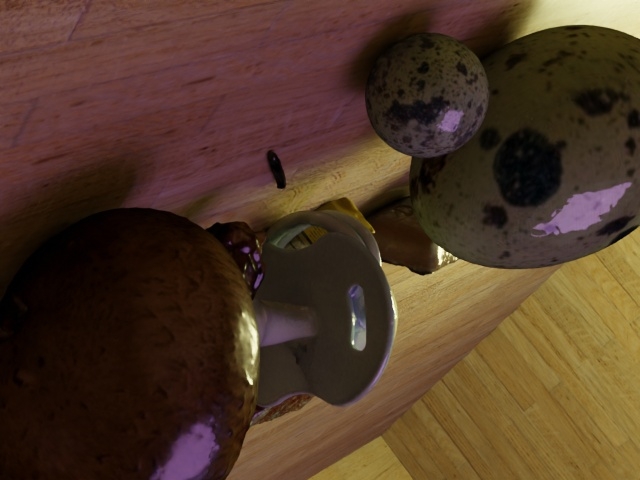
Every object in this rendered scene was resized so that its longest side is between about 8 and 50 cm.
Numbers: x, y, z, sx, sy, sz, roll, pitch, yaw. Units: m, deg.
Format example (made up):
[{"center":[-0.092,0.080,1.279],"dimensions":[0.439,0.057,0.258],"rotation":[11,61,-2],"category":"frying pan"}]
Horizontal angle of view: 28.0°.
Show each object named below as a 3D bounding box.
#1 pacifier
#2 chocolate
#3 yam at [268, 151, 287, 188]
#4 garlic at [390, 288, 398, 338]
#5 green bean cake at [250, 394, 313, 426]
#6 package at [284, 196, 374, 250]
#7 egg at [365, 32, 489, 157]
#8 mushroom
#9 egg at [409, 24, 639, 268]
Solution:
[{"center":[-0.056,0.087,1.559],"dimensions":[0.299,0.244,0.233],"rotation":[-8,177,41],"category":"pacifier"},{"center":[0.155,-0.025,1.917],"dimensions":[0.261,0.161,0.083],"rotation":[-22,122,-60],"category":"chocolate"},{"center":[-0.049,-0.079,1.467],"dimensions":[0.014,0.014,0.107],"rotation":[-36,165,-6],"category":"yam"},{"center":[0.009,0.143,1.934],"dimensions":[0.184,0.203,0.281],"rotation":[-3,152,-33],"category":"garlic"},{"center":[-0.071,0.242,2.238],"dimensions":[0.198,0.097,0.232],"rotation":[-41,165,8],"category":"green bean cake"},{"center":[0.000,0.000,1.714],"dimensions":[0.131,0.071,0.047],"rotation":[-37,162,4],"category":"package"},{"center":[0.113,-0.153,1.388],"dimensions":[0.132,0.132,0.172],"rotation":[-34,174,-11],"category":"egg"},{"center":[-0.183,0.142,1.263],"dimensions":[0.331,0.334,0.356],"rotation":[-35,149,7],"category":"mushroom"},{"center":[0.287,-0.114,1.609],"dimensions":[0.379,0.287,0.287],"rotation":[-31,164,-22],"category":"egg"}]
